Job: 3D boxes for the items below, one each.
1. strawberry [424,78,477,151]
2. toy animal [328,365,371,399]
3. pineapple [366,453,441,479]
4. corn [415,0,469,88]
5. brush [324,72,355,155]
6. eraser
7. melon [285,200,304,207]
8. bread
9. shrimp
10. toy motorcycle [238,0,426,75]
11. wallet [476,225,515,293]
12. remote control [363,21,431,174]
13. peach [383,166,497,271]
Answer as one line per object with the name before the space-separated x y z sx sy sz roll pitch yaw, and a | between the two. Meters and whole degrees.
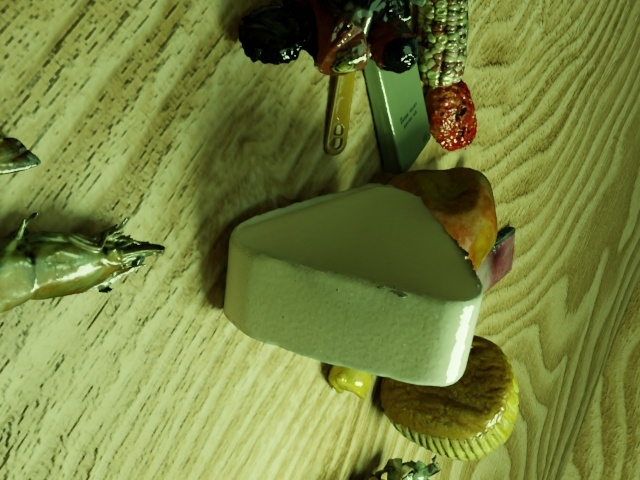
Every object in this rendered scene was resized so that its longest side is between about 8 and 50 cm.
strawberry | 0.254 -0.233 1.523 0.188 0.082 0.121 41 65 -53
toy animal | 0.069 0.185 1.423 0.159 0.070 0.083 -65 149 -26
pineapple | 0.123 0.508 1.532 0.272 0.262 0.263 -52 144 -55
corn | 0.199 -0.389 1.362 0.092 0.092 0.281 -29 123 -50
brush | 0.040 -0.256 1.210 0.103 0.013 0.272 -5 113 -36
eraser | 0.064 0.039 1.149 0.331 0.331 0.150 -32 137 -49
melon | 0.000 0.000 1.269 0.114 0.053 0.262 -52 142 -2
bread | 0.245 0.288 1.568 0.227 0.253 0.142 -61 143 -17
shrimp | -0.269 -0.018 0.806 0.296 0.058 0.169 -12 111 -52
toy motorcycle | 0.074 -0.337 1.073 0.401 0.207 0.134 -55 165 -31
wallet | 0.396 0.057 1.929 0.232 0.025 0.119 -30 128 -49
remote control | 0.119 -0.249 1.346 0.123 0.038 0.285 -54 141 -33
peach | 0.192 -0.029 1.382 0.235 0.214 0.214 -44 139 -25
